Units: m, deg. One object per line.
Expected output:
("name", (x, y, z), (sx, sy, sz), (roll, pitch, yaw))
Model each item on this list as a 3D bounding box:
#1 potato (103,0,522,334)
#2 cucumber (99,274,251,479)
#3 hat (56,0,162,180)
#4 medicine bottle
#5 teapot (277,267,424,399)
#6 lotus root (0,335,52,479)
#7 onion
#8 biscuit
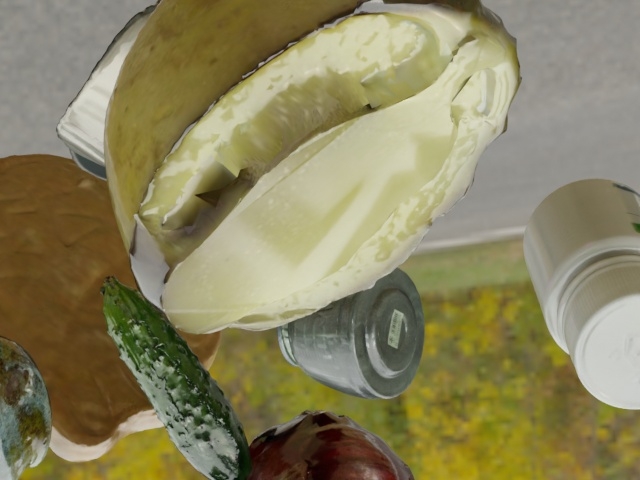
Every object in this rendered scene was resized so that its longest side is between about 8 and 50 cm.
("potato", (-0.027, -0.096, 1.032), (0.285, 0.242, 0.242), (-51, 155, 17))
("cucumber", (-0.136, 0.129, 1.437), (0.069, 0.227, 0.069), (-33, -173, 5))
("hat", (-0.097, -0.101, 1.394), (0.275, 0.161, 0.232), (23, 111, -38))
("medicine bottle", (0.270, 0.046, 1.431), (0.139, 0.139, 0.237), (-6, -155, -1))
("teapot", (0.013, 0.059, 1.283), (0.108, 0.149, 0.111), (-2, -148, 35))
("lotus root", (-0.290, 0.143, 1.348), (0.088, 0.192, 0.113), (29, -130, 29))
("onion", (-0.021, 0.278, 1.462), (0.219, 0.252, 0.252), (22, 159, -29))
("biscuit", (-0.279, 0.054, 1.668), (0.365, 0.385, 0.062), (31, 130, -1))
